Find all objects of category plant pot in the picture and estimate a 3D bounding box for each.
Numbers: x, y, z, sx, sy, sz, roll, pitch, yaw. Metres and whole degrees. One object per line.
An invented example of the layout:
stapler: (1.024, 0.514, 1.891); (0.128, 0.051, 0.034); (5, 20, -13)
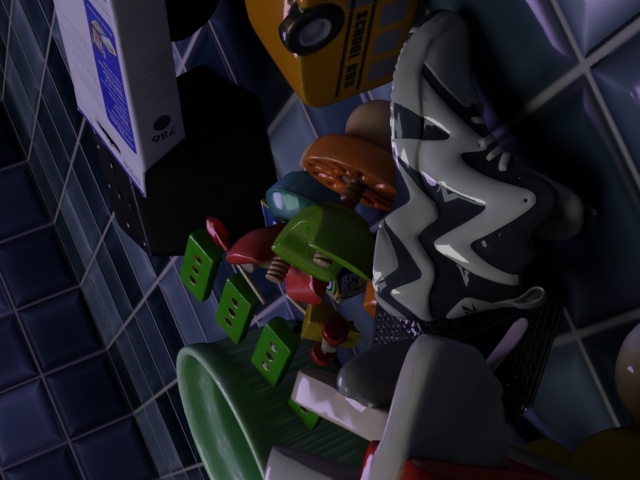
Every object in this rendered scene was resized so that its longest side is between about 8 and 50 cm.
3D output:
plant pot: (-0.165, -0.083, 1.530); (0.187, 0.166, 0.188); (35, 141, 56)

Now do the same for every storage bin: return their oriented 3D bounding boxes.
storage bin: (0.113, 0.088, 1.038); (0.084, 0.122, 0.180); (55, 156, 33)

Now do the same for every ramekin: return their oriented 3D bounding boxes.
ramekin: (-0.052, 0.248, 1.602); (0.303, 0.148, 0.303); (52, 155, 37)

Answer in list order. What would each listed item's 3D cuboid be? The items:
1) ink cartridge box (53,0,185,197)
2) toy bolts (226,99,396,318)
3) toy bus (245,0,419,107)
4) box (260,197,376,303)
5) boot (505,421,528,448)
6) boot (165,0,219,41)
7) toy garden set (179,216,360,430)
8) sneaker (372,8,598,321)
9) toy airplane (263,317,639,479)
ink cartridge box: (-0.214, -0.206, 1.313); (0.165, 0.065, 0.333); (50, 158, 26)
toy bolts: (0.042, -0.020, 1.175); (0.218, 0.159, 0.228); (33, 164, -27)
toy bus: (0.014, -0.245, 0.940); (0.108, 0.130, 0.333); (59, 158, 27)
box: (0.000, 0.000, 1.338); (0.169, 0.059, 0.054); (39, 146, 54)
boot: (0.160, 0.236, 1.103); (0.258, 0.095, 0.123); (34, 139, 52)
boot: (-0.124, -0.307, 1.237); (0.260, 0.131, 0.348); (49, 152, 43)
toy garden set: (-0.052, 0.072, 1.412); (0.244, 0.049, 0.204); (48, 152, 14)
sneaker: (0.129, -0.054, 0.924); (0.094, 0.153, 0.235); (49, -132, -63)
toy airplane: (0.161, 0.148, 0.758); (0.386, 0.272, 0.384); (31, 167, 5)
